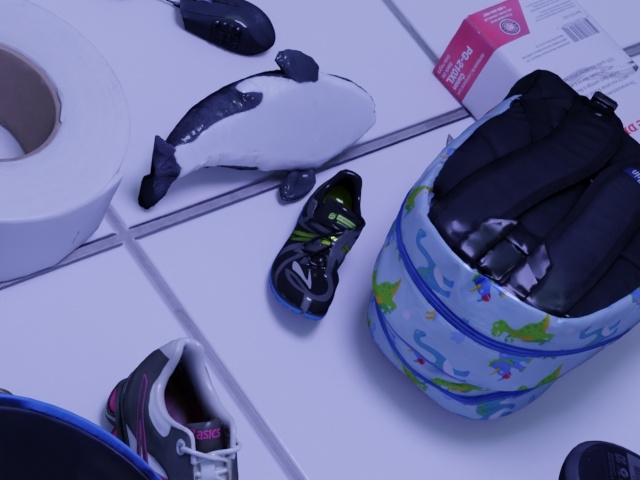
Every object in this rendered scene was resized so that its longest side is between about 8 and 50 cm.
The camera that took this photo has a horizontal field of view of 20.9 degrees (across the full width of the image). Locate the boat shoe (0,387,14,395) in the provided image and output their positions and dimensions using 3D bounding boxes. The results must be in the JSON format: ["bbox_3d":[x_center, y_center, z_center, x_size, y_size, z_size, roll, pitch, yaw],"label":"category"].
[{"bbox_3d":[-0.330,0.146,1.427,0.178,0.060,0.064,-3,56,-30],"label":"boat shoe"}]

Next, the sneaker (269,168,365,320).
[{"bbox_3d":[0.000,0.000,1.706,0.067,0.078,0.188,25,47,-7],"label":"sneaker"}]

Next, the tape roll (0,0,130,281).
[{"bbox_3d":[-0.323,-0.102,1.604,0.286,0.100,0.286,15,48,-17],"label":"tape roll"}]

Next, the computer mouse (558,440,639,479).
[{"bbox_3d":[0.322,0.285,1.660,0.272,0.072,0.188,27,43,-23],"label":"computer mouse"}]

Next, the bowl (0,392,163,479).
[{"bbox_3d":[-0.233,0.290,1.245,0.391,0.077,0.391,19,55,-29],"label":"bowl"}]

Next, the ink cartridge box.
[{"bbox_3d":[0.274,-0.163,1.966,0.172,0.100,0.237,-26,68,-40],"label":"ink cartridge box"}]

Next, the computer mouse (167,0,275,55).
[{"bbox_3d":[-0.157,-0.269,1.866,0.242,0.041,0.071,23,48,-9],"label":"computer mouse"}]

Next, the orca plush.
[{"bbox_3d":[-0.080,-0.107,1.771,0.287,0.102,0.151,-34,119,-31],"label":"orca plush"}]

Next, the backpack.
[{"bbox_3d":[0.203,0.015,1.707,0.290,0.273,0.355,43,25,7],"label":"backpack"}]

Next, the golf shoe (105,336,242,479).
[{"bbox_3d":[-0.113,0.213,1.450,0.105,0.120,0.273,-2,57,-31],"label":"golf shoe"}]
